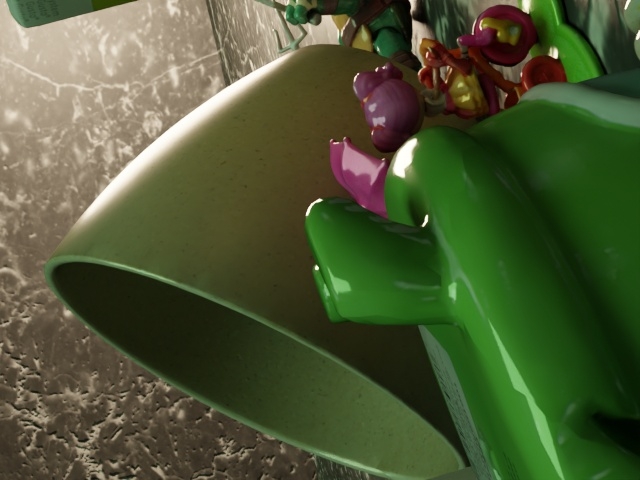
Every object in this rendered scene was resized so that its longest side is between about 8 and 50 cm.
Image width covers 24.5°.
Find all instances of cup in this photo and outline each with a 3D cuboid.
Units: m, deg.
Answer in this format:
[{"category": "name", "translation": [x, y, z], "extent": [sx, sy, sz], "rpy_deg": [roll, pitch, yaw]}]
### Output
[{"category": "cup", "translation": [0.000, 0.000, 1.076], "extent": [0.331, 0.331, 0.237], "rpy_deg": [103, -167, -71]}]

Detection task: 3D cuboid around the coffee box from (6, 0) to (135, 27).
[{"category": "coffee box", "translation": [-0.056, -0.367, 0.735], "extent": [0.338, 0.334, 0.338], "rpy_deg": [89, 163, -63]}]

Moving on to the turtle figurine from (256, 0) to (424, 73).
[{"category": "turtle figurine", "translation": [0.026, -0.172, 1.230], "extent": [0.234, 0.118, 0.175], "rpy_deg": [54, -178, 19]}]

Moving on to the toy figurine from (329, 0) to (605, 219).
[{"category": "toy figurine", "translation": [0.082, -0.075, 0.909], "extent": [0.130, 0.159, 0.173], "rpy_deg": [118, 137, -76]}]

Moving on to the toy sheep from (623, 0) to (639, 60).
[{"category": "toy sheep", "translation": [0.167, -0.104, 0.604], "extent": [0.091, 0.091, 0.132], "rpy_deg": [113, 155, -75]}]

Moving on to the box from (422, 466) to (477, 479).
[{"category": "box", "translation": [0.158, 0.211, 0.819], "extent": [0.182, 0.181, 0.119], "rpy_deg": [-118, 15, -53]}]

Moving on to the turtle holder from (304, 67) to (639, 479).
[{"category": "turtle holder", "translation": [0.131, 0.038, 0.479], "extent": [0.320, 0.227, 0.243], "rpy_deg": [74, 175, -67]}]
